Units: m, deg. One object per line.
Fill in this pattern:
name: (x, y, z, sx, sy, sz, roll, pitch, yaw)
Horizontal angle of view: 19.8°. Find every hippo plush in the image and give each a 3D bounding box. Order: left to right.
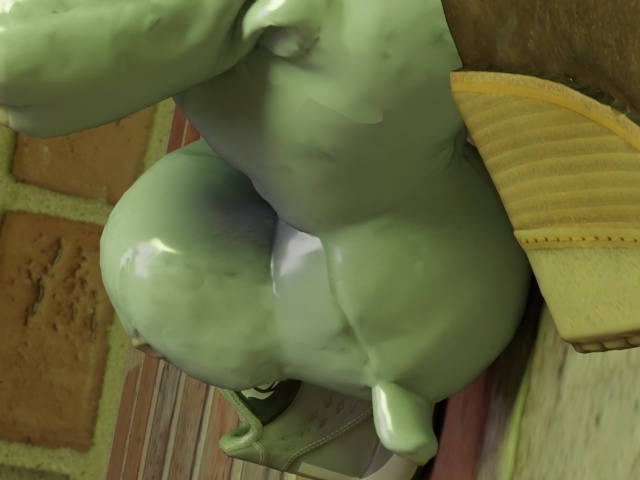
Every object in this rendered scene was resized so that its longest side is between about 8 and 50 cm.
hippo plush: (0.012, -0.061, 0.729, 0.234, 0.294, 0.236, -74, -22, -46)

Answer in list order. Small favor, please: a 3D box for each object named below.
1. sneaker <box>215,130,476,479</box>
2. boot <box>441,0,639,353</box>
sneaker: (0.000, 0.000, 0.846, 0.086, 0.132, 0.229, 167, 113, -79)
boot: (0.090, -0.090, 0.336, 0.248, 0.090, 0.207, -17, 82, 63)
